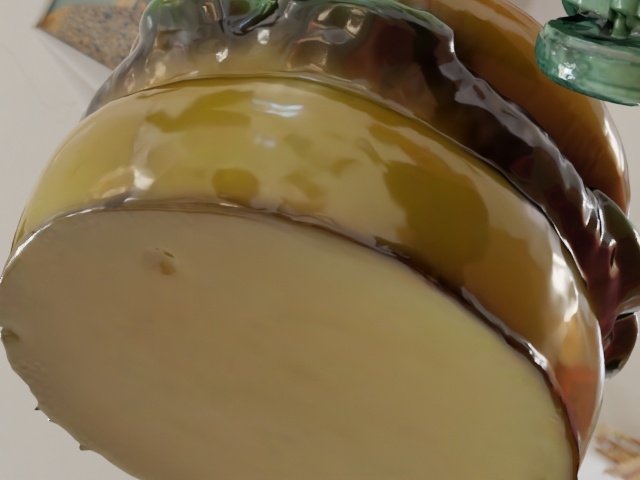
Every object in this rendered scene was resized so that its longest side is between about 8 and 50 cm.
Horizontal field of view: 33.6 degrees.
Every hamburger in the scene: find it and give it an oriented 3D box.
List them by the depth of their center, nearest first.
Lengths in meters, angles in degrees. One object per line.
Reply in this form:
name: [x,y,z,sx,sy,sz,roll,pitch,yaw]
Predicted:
hamburger: [0.000,0.000,0.703,0.395,0.396,0.277,88,-162,-47]

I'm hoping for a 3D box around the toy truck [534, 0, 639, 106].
toy truck: [0.205,-0.108,0.398,0.156,0.279,0.155,-3,-64,-32]
